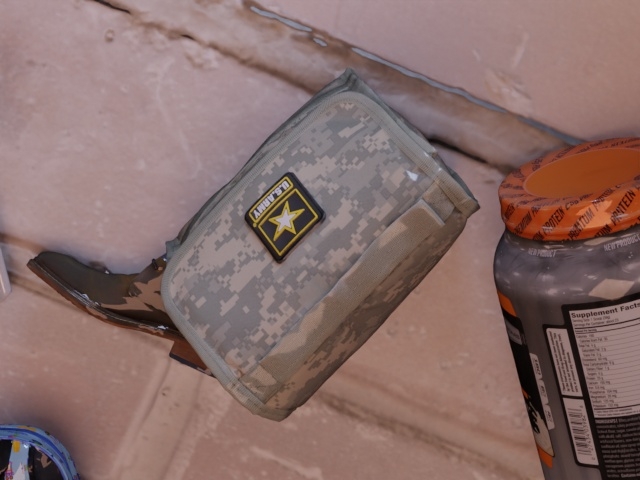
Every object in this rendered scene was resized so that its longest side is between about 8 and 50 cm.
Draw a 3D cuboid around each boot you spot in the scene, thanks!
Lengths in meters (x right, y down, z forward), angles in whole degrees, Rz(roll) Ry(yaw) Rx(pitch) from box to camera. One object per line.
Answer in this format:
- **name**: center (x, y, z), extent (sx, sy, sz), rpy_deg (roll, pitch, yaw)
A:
- **boot**: center (-0.153, 0.037, 1.454), extent (0.219, 0.082, 0.106), rpy_deg (27, 89, -1)

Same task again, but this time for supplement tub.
- **supplement tub**: center (0.260, 0.084, 1.354), extent (0.194, 0.193, 0.316), rpy_deg (-12, 109, 10)

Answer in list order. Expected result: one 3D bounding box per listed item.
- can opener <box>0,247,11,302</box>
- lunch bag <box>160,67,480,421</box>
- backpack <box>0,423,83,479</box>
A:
- **can opener**: center (-0.343, -0.057, 1.418), extent (0.074, 0.093, 0.280), rpy_deg (-7, 106, 9)
- **lunch bag**: center (0.000, 0.000, 1.272), extent (0.235, 0.287, 0.169), rpy_deg (-45, 102, 5)
- **backpack**: center (-0.299, 0.248, 1.512), extent (0.158, 0.117, 0.173), rpy_deg (-1, 112, 6)
